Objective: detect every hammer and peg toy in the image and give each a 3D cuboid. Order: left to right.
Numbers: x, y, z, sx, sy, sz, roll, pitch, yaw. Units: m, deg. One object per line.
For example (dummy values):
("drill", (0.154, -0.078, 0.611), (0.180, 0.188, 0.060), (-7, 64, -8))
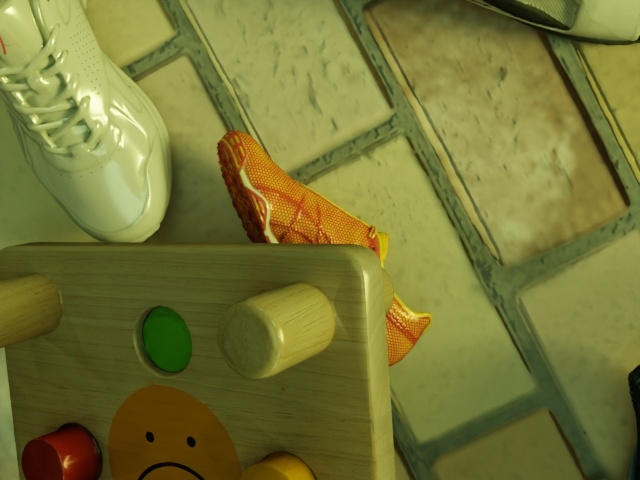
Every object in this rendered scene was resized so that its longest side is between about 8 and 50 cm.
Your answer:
("hammer and peg toy", (-0.121, 0.132, 0.537), (0.361, 0.127, 0.265), (-1, 97, 30))

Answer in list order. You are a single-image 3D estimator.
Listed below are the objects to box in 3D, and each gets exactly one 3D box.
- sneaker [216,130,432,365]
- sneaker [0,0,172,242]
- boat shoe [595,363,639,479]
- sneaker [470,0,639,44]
("sneaker", (0.000, 0.000, 0.563), (0.067, 0.064, 0.175), (-40, 97, -12))
("sneaker", (-0.165, -0.099, 0.529), (0.090, 0.115, 0.232), (-25, 94, 8))
("boat shoe", (0.214, 0.199, 0.538), (0.089, 0.109, 0.258), (-15, 93, 10))
("sneaker", (0.109, -0.182, 0.482), (0.331, 0.146, 0.122), (9, 96, 3))
